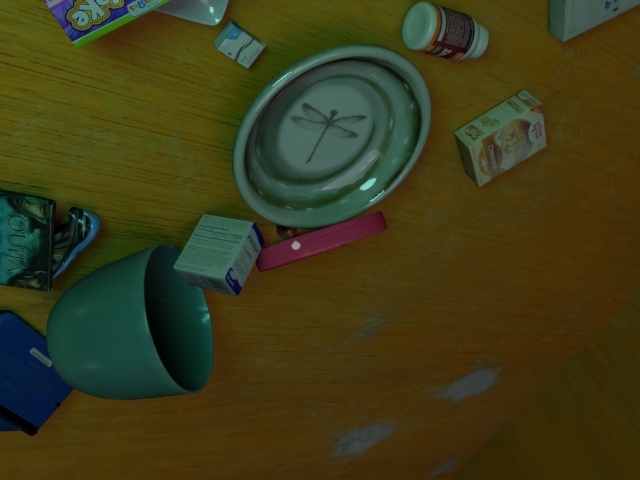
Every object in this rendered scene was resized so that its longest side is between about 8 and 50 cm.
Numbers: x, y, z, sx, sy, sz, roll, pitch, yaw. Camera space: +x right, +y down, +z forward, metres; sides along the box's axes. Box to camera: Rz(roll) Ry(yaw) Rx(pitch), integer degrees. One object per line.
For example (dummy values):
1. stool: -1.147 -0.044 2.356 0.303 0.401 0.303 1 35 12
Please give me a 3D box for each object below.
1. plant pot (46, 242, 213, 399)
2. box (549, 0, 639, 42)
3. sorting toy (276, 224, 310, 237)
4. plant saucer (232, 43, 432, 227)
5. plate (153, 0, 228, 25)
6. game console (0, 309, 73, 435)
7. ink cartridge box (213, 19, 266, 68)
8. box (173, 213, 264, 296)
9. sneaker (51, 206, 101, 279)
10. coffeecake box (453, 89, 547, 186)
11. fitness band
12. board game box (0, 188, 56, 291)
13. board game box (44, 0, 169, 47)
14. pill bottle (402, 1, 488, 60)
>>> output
1. plant pot: -0.375 0.175 1.229 0.235 0.292 0.293 -15 140 9
2. box: 0.596 -0.557 1.228 0.322 0.058 0.232 -26 139 -3
3. sorting toy: -0.045 -0.034 1.374 0.102 0.061 0.042 -13 143 16
4. plant saucer: 0.015 -0.202 1.207 0.401 0.100 0.400 -16 137 -16
5. plate: -0.225 -0.454 0.852 0.278 0.045 0.277 4 128 -33
6. game console: -0.700 0.283 1.332 0.250 0.173 0.293 -53 146 -23
7. ink cartridge box: -0.129 -0.322 1.055 0.083 0.028 0.048 22 118 -44
8. box: -0.197 0.027 1.251 0.137 0.126 0.072 -65 150 -27
9. sneaker: -0.483 0.007 1.164 0.078 0.067 0.188 39 109 -26
10. coffeecake box: 0.411 -0.229 1.439 0.186 0.068 0.142 -32 139 1
11. fitness band: 0.000 0.000 1.349 0.291 0.054 0.209 -19 178 -13
12. board game box: -0.528 0.001 1.097 0.126 0.026 0.186 10 121 -10
13. board game box: -0.219 -0.428 0.787 0.347 0.078 0.233 -29 139 -2
14. pill bottle: 0.233 -0.380 1.167 0.152 0.086 0.086 2 130 -32
